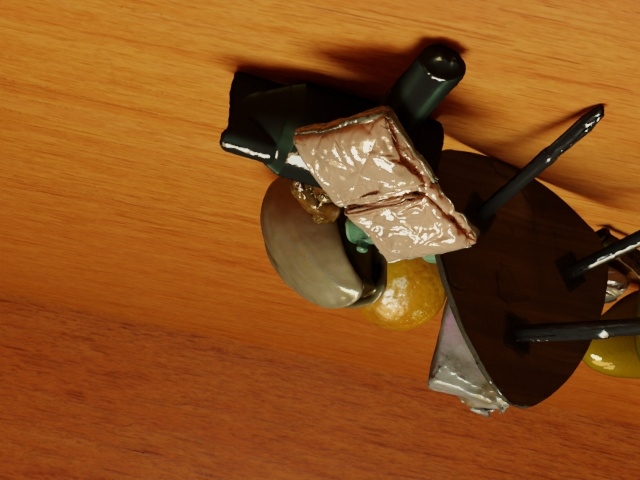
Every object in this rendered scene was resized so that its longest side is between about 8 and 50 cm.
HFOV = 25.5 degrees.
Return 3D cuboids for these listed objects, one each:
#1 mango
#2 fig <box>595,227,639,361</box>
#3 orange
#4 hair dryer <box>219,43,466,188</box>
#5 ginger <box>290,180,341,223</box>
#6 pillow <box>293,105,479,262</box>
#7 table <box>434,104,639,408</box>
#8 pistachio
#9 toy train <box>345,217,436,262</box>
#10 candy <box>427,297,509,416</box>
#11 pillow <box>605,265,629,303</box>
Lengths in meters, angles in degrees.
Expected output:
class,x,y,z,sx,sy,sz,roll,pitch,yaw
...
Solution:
class,x,y,z,sx,sy,sz,roll,pitch,yaw
mango,0.492,0.141,2.141,0.253,0.138,0.113,-9,156,-26
fig,0.497,0.090,1.950,0.191,0.190,0.290,2,147,35
orange,0.110,0.045,2.056,0.155,0.177,0.177,-20,155,19
hair dryer,0.036,-0.146,1.514,0.244,0.116,0.302,15,155,-13
ginger,0.004,-0.079,1.776,0.073,0.103,0.162,20,163,-2
pillow,0.071,-0.052,1.523,0.126,0.043,0.232,-8,140,32
table,0.312,0.017,1.599,0.317,0.317,0.249,21,149,-34
pistachio,0.000,0.000,1.912,0.138,0.153,0.238,0,-146,-42
toy train,0.116,-0.036,1.810,0.194,0.125,0.081,3,161,30
candy,0.240,0.156,2.100,0.137,0.195,0.185,16,173,8
pillow,0.335,0.050,2.111,0.270,0.067,0.173,12,173,-3
